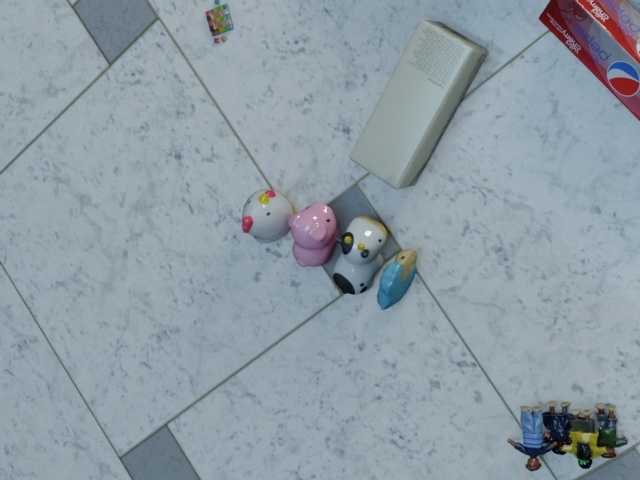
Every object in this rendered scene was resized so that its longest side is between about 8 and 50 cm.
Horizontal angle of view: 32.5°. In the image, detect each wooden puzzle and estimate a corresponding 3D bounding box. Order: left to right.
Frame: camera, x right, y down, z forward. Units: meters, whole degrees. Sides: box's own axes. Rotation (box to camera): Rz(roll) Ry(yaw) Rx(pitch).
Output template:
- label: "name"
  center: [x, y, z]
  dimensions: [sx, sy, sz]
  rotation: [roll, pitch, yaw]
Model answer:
- label: "wooden puzzle"
  center: [-0.192, -0.417, 2.084]
  dimensions: [0.049, 0.006, 0.083]
  rotation: [-15, 91, 27]

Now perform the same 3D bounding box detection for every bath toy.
- label: "bath toy"
  center: [0.000, 0.000, 1.984]
  dimensions: [0.348, 0.129, 0.151]
  rotation: [26, 108, 21]

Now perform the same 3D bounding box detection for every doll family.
- label: "doll family"
  center: [0.418, 0.338, 1.865]
  dimensions: [0.193, 0.076, 0.111]
  rotation: [1, 102, 31]

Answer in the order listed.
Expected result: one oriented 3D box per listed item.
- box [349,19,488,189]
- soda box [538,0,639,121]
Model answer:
- label: "box"
  center: [0.168, -0.232, 1.888]
  dimensions: [0.113, 0.094, 0.275]
  rotation: [36, 111, 17]
- label: "soda box"
  center: [0.472, -0.299, 1.720]
  dimensions: [0.263, 0.092, 0.083]
  rotation: [49, 149, 13]
